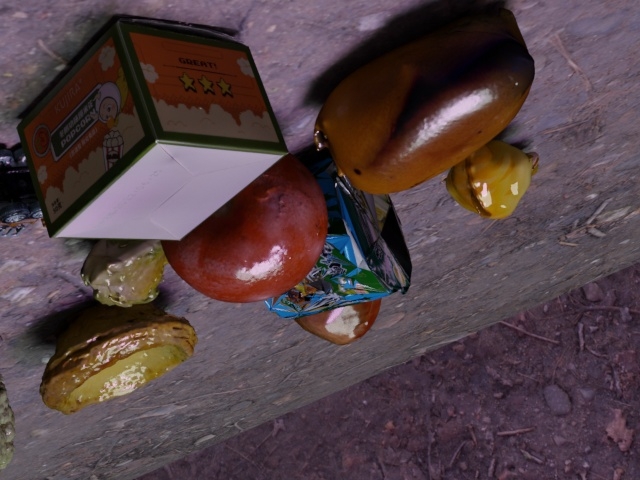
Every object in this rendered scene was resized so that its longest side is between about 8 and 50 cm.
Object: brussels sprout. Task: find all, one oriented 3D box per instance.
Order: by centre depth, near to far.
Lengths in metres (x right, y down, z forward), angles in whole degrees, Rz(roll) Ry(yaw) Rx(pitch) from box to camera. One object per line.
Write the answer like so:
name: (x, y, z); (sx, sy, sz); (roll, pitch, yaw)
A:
brussels sprout: (-0.255, 0.023, 1.619); (0.139, 0.100, 0.181); (-40, 157, 20)

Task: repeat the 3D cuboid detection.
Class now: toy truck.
toy truck: (-0.315, -0.050, 1.334); (0.177, 0.080, 0.115); (-7, 163, -40)

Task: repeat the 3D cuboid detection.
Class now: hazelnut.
hazelnut: (0.030, 0.099, 2.100); (0.182, 0.182, 0.182); (-21, 163, -6)

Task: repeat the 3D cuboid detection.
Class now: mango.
mango: (0.125, -0.165, 1.427); (0.287, 0.153, 0.201); (-34, 150, 27)

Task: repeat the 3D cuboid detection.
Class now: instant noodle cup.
instant noodle cup: (0.000, 0.000, 1.675); (0.178, 0.240, 0.240); (-22, 165, 19)

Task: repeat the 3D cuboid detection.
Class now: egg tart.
egg tart: (-0.338, 0.174, 1.935); (0.294, 0.123, 0.294); (-25, 165, -7)

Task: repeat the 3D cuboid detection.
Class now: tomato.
tomato: (-0.094, -0.023, 1.482); (0.208, 0.208, 0.184); (-26, 160, 10)

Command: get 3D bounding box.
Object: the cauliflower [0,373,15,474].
cauliflower: (-0.609, 0.309, 1.848); (0.250, 0.275, 0.272); (29, 140, -17)

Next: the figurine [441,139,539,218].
figurine: (0.282, -0.103, 1.903); (0.156, 0.131, 0.246); (-15, -179, 33)

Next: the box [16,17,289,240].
box: (-0.174, -0.107, 1.217); (0.177, 0.148, 0.195); (2, 151, -46)

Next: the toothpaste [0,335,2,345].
toothpaste: (-0.564, 0.150, 1.697); (0.078, 0.047, 0.248); (-36, 157, 33)
